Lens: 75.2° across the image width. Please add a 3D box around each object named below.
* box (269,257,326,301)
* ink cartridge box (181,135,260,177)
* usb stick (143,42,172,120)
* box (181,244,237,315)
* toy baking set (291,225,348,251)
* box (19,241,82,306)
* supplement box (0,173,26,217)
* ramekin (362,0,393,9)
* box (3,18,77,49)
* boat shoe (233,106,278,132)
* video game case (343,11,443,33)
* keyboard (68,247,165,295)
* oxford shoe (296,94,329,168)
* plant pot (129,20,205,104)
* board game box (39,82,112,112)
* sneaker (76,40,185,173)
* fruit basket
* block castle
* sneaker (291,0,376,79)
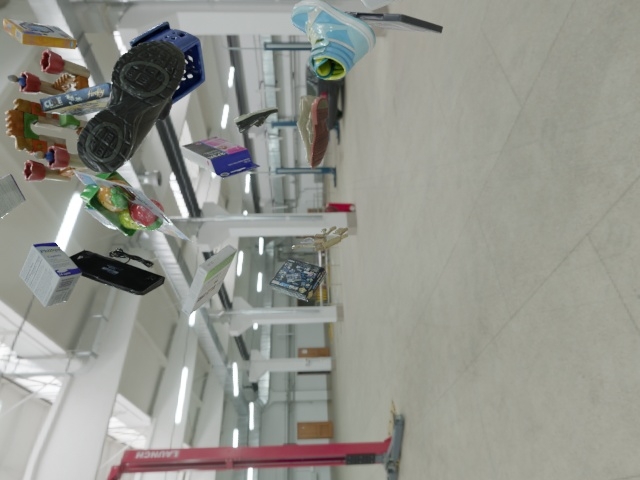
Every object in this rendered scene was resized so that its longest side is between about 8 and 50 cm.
[{"bbox_3d":[-0.107,0.181,1.960,0.175,0.220,0.051,-55,-38,-31],"label":"box"},{"bbox_3d":[-0.427,-0.356,1.751,0.371,0.175,0.069,31,135,41],"label":"ink cartridge box"},{"bbox_3d":[-0.423,-0.409,1.056,0.077,0.045,0.278,-54,48,34],"label":"usb stick"},{"bbox_3d":[-0.527,0.187,1.971,0.322,0.058,0.232,-57,-7,35],"label":"box"},{"bbox_3d":[0.004,0.001,1.883,0.197,0.256,0.030,24,138,63],"label":"toy baking set"},{"bbox_3d":[-0.776,0.096,1.195,0.126,0.137,0.072,-52,-13,21],"label":"box"},{"bbox_3d":[-1.149,-0.138,1.438,0.220,0.111,0.114,-115,11,-62],"label":"supplement box"},{"bbox_3d":[0.203,-1.012,1.547,0.277,0.135,0.277,35,-132,-52],"label":"ramekin"},{"bbox_3d":[-0.653,-0.486,0.982,0.136,0.081,0.028,-30,-28,-53],"label":"box"},{"bbox_3d":[-0.315,-0.610,2.080,0.084,0.233,0.079,35,148,61],"label":"boat shoe"},{"bbox_3d":[0.232,-0.714,1.358,0.274,0.196,0.026,35,123,45],"label":"video game case"},{"bbox_3d":[-0.652,0.092,1.346,0.201,0.317,0.033,-50,-25,-63],"label":"keyboard"},{"bbox_3d":[-0.042,-0.505,1.934,0.123,0.130,0.348,-38,-37,-44],"label":"oxford shoe"},{"bbox_3d":[-0.649,-0.754,1.748,0.236,0.212,0.236,-48,-11,-25],"label":"plant pot"},{"bbox_3d":[-0.730,-0.449,1.332,0.165,0.243,0.042,-56,-44,-75],"label":"board game box"},{"bbox_3d":[-0.365,-0.261,0.812,0.286,0.109,0.130,-55,16,-4],"label":"sneaker"},{"bbox_3d":[-0.677,-0.106,1.495,0.165,0.353,0.327,-58,-29,-20],"label":"fruit basket"},{"bbox_3d":[-1.066,-0.472,1.631,0.213,0.303,0.453,0,-98,-55],"label":"block castle"},{"bbox_3d":[-0.007,-0.634,1.326,0.208,0.319,0.127,-54,-22,-12],"label":"sneaker"}]
